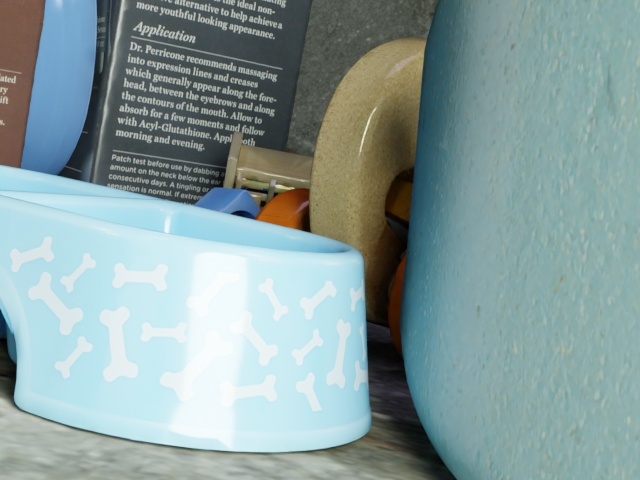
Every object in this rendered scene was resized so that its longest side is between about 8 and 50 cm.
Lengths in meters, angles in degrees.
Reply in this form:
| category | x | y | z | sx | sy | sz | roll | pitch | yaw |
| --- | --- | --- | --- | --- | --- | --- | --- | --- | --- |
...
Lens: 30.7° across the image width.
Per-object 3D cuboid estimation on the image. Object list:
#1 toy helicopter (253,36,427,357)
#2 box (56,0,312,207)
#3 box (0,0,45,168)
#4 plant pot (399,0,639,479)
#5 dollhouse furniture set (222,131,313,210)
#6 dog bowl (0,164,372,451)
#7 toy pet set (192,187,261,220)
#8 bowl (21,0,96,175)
| category | x | y | z | sx | sy | sz | roll | pitch | yaw |
| --- | --- | --- | --- | --- | --- | --- | --- | --- | --- |
| toy helicopter | 0.119 | -0.048 | 0.747 | 0.140 | 0.235 | 0.355 | 14 | 6 | 39 |
| box | -0.175 | -0.224 | 1.220 | 0.212 | 0.396 | 0.293 | 7 | 5 | -34 |
| box | -0.340 | -0.129 | 0.929 | 0.168 | 0.203 | 0.167 | 6 | 6 | -41 |
| plant pot | 0.159 | -0.013 | 0.437 | 0.247 | 0.248 | 0.252 | 4 | 2 | -27 |
| dollhouse furniture set | 0.000 | 0.000 | 1.002 | 0.181 | 0.101 | 0.161 | 10 | 30 | -4 |
| dog bowl | -0.112 | 0.015 | 0.514 | 0.297 | 0.074 | 0.166 | 12 | 6 | 29 |
| toy pet set | -0.041 | -0.002 | 0.834 | 0.122 | 0.065 | 0.114 | 7 | 1 | -38 |
| bowl | -0.345 | -0.235 | 1.134 | 0.077 | 0.391 | 0.391 | -11 | 17 | -38 |
